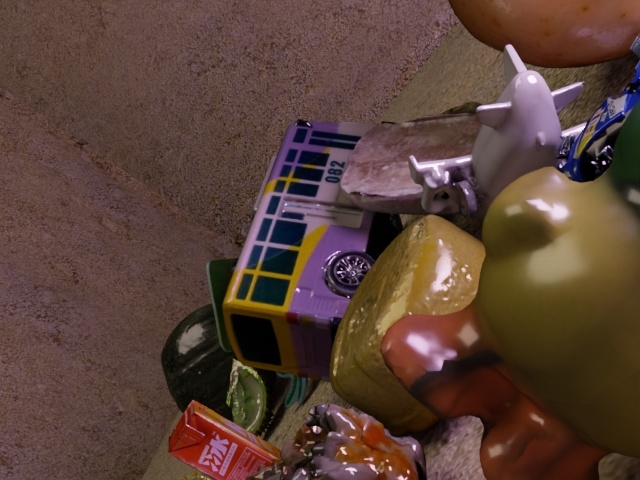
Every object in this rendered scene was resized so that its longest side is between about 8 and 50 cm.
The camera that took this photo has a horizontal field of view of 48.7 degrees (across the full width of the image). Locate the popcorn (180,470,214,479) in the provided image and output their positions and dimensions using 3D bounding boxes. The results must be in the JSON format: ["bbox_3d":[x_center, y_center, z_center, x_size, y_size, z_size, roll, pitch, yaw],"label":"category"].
[{"bbox_3d":[-0.226,0.496,1.316,0.162,0.135,0.141,-12,64,61],"label":"popcorn"}]

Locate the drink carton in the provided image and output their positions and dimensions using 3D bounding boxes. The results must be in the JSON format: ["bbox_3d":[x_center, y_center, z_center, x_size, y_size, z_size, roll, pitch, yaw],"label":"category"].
[{"bbox_3d":[-0.105,0.318,1.010,0.071,0.223,0.096,-58,8,-8],"label":"drink carton"}]

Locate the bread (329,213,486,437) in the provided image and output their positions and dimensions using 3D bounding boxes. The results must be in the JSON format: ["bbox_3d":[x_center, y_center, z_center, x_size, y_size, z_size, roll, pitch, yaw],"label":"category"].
[{"bbox_3d":[0.119,0.101,0.866,0.270,0.148,0.270,-58,6,9],"label":"bread"}]

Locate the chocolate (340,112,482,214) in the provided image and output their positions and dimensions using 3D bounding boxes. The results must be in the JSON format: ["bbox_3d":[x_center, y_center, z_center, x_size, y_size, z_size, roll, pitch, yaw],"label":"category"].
[{"bbox_3d":[0.185,-0.104,1.065,0.303,0.100,0.185,2,50,28],"label":"chocolate"}]

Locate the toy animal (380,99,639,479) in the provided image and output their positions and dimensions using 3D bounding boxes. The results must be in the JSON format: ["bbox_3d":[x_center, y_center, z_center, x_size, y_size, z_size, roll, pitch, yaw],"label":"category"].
[{"bbox_3d":[0.220,0.022,0.448,0.338,0.216,0.191,-48,-16,28],"label":"toy animal"}]

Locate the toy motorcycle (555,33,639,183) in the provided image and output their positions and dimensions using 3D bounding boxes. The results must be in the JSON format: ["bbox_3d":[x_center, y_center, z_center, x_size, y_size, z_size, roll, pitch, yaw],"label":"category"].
[{"bbox_3d":[0.330,-0.131,0.719,0.315,0.113,0.169,-49,-5,-25],"label":"toy motorcycle"}]

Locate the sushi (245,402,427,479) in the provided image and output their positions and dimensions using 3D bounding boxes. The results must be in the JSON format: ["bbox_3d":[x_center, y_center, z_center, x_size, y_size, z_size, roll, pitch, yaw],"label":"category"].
[{"bbox_3d":[-0.043,0.347,0.695,0.417,0.176,0.417,-54,8,11],"label":"sushi"}]

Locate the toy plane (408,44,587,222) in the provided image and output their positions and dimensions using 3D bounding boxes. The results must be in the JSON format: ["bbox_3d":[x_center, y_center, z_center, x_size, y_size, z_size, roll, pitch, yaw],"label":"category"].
[{"bbox_3d":[0.223,-0.106,0.832,0.245,0.244,0.117,-48,48,40],"label":"toy plane"}]

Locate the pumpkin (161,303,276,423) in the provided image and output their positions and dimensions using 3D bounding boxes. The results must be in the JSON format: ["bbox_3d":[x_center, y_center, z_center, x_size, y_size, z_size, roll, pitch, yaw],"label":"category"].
[{"bbox_3d":[-0.239,0.301,1.694,0.257,0.291,0.328,-34,-5,-4],"label":"pumpkin"}]

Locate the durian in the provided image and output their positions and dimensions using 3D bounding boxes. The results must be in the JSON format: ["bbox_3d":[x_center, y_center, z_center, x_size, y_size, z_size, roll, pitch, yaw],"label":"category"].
[{"bbox_3d":[-0.146,0.354,1.490,0.086,0.100,0.215,73,-167,-71],"label":"durian"}]

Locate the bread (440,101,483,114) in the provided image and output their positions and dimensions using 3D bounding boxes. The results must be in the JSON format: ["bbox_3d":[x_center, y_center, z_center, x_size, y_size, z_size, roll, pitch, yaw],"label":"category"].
[{"bbox_3d":[0.221,-0.149,1.339,0.152,0.130,0.267,-60,8,-18],"label":"bread"}]

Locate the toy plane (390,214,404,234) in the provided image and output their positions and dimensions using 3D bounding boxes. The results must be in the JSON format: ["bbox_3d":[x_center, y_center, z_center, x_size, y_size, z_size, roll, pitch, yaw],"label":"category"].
[{"bbox_3d":[0.131,-0.005,1.416,0.267,0.088,0.212,-99,22,-75],"label":"toy plane"}]

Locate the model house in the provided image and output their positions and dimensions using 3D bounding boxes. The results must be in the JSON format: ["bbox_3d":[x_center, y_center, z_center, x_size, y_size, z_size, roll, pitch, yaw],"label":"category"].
[{"bbox_3d":[-0.012,0.159,1.510,0.323,0.340,0.300,-19,-10,38],"label":"model house"}]

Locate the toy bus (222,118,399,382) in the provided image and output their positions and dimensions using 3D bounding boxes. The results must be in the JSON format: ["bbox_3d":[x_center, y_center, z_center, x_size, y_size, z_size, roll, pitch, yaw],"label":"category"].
[{"bbox_3d":[0.000,0.000,1.212,0.209,0.249,0.440,83,-162,-52],"label":"toy bus"}]

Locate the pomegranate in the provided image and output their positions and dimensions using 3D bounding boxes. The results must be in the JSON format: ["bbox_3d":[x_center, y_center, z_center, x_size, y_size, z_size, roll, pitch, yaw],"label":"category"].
[{"bbox_3d":[0.331,-0.420,0.892,0.411,0.411,0.411,-54,8,11],"label":"pomegranate"}]
